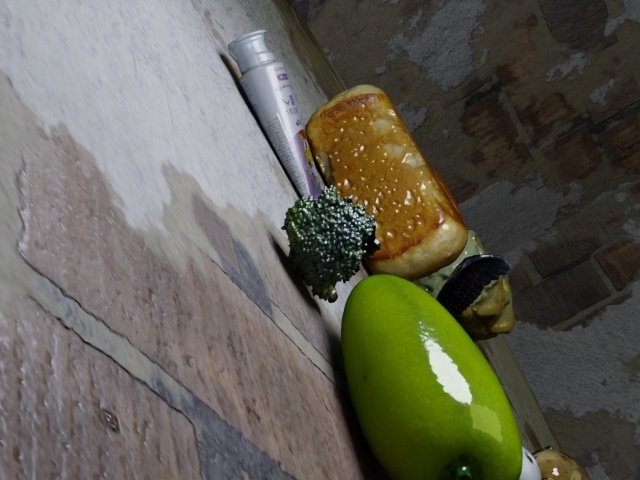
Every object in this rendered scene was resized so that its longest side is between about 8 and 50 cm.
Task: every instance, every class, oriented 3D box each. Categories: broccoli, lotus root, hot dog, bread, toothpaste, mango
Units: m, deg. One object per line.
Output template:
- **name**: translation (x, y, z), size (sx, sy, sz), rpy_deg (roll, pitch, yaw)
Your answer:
- **broccoli**: translation (0.001, -0.002, 1.191), size (0.122, 0.118, 0.204), rpy_deg (47, -4, -8)
- **lotus root**: translation (0.466, 0.491, 1.897), size (0.257, 0.140, 0.154), rpy_deg (39, 29, -79)
- **hot dog**: translation (0.133, -0.087, 1.773), size (0.223, 0.185, 0.405), rpy_deg (40, 22, -59)
- **bread**: translation (0.296, 0.104, 2.025), size (0.252, 0.239, 0.195), rpy_deg (42, 51, -48)
- **toothpaste**: translation (-0.056, -0.176, 1.472), size (0.114, 0.073, 0.299), rpy_deg (-46, 114, -79)
- **mango**: translation (0.111, 0.159, 1.056), size (0.192, 0.156, 0.343), rpy_deg (55, 9, -39)

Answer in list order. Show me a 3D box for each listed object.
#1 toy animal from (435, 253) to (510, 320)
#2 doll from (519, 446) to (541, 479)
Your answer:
- **toy animal**: translation (0.174, 0.148, 1.561), size (0.160, 0.197, 0.272), rpy_deg (83, 24, -75)
- **doll**: translation (0.189, 0.262, 1.278), size (0.154, 0.119, 0.278), rpy_deg (31, 21, -42)
